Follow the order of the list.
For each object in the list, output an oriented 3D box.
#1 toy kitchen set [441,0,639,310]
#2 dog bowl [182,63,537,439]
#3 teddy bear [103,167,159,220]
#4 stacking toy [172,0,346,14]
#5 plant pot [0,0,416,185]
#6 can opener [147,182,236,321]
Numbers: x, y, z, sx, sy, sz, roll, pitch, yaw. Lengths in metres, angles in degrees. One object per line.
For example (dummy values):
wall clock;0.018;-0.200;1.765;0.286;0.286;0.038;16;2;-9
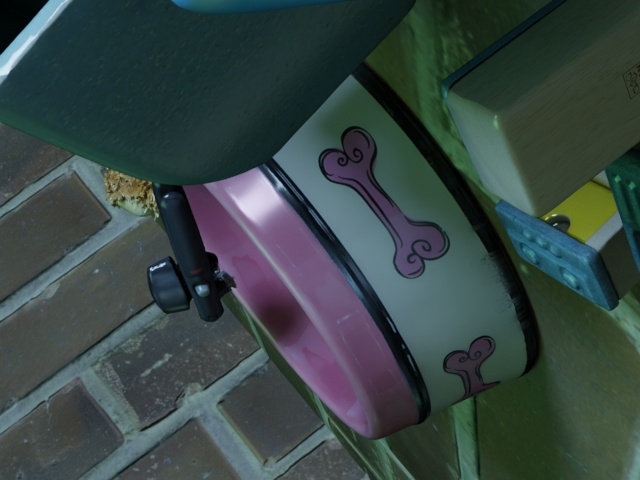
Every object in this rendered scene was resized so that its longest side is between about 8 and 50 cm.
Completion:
toy kitchen set;0.112;-0.036;0.565;0.166;0.122;0.207;38;161;53
dog bowl;0.000;0.000;1.072;0.408;0.150;0.408;51;169;13
teddy bear;-0.272;-0.179;1.641;0.245;0.113;0.338;9;-125;-64
stacking toy;0.006;-0.233;0.368;0.175;0.166;0.301;-129;31;-58
plant pot;-0.080;-0.176;0.660;0.248;0.247;0.252;46;-174;32
can opener;-0.116;0.013;1.057;0.059;0.073;0.186;56;163;31
